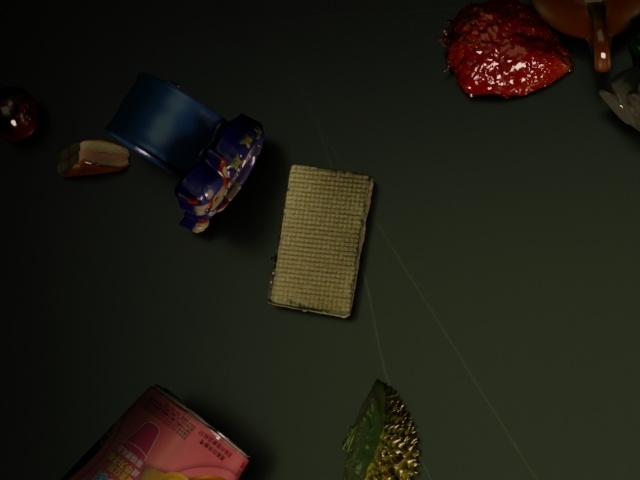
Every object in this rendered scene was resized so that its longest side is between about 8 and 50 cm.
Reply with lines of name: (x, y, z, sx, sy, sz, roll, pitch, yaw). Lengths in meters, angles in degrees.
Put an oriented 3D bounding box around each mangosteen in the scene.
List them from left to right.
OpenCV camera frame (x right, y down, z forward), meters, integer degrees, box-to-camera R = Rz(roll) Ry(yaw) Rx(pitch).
mangosteen: (-0.450, -0.184, 2.016, 0.081, 0.081, 0.081, -2, 78, 11)

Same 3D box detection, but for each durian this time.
durian: (0.072, 0.290, 1.823, 0.100, 0.086, 0.215, 5, 74, 47)

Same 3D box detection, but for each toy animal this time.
toy animal: (0.475, -0.239, 1.833, 0.236, 0.108, 0.138, -45, 110, -18)

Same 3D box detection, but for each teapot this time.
teapot: (0.360, -0.343, 1.841, 0.178, 0.135, 0.252, -7, 67, 14)

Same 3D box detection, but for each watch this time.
watch: (-0.192, -0.134, 1.896, 0.200, 0.196, 0.171, 32, 77, 9)

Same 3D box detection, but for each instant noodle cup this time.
instant noodle cup: (-0.231, 0.331, 1.801, 0.244, 0.244, 0.255, 35, 81, 16)

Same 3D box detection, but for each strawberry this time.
strawberry: (0.252, -0.259, 1.892, 0.187, 0.082, 0.147, 15, 89, 10)

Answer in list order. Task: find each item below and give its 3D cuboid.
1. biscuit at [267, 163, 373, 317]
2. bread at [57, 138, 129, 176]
biscuit: (0.000, 0.000, 1.903, 0.121, 0.040, 0.199, 9, 82, 11)
bread: (-0.332, -0.120, 1.988, 0.108, 0.062, 0.043, -6, 76, 7)
